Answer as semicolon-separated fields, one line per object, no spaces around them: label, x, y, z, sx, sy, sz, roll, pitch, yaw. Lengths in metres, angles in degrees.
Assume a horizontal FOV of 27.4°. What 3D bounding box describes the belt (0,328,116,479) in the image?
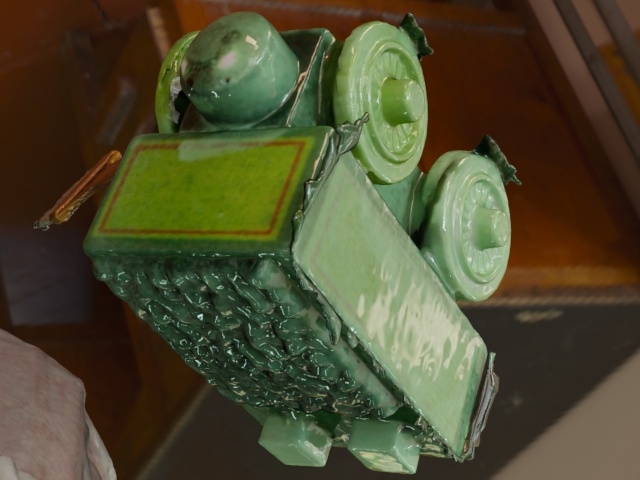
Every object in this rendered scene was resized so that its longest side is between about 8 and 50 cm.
belt;-0.161;0.091;0.429;0.201;0.124;0.128;28;107;-17

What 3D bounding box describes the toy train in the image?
toy train;0.000;0.000;0.719;0.159;0.188;0.271;1;148;31

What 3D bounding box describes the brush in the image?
brush;-0.181;-0.060;1.146;0.017;0.090;0.314;44;156;-15
